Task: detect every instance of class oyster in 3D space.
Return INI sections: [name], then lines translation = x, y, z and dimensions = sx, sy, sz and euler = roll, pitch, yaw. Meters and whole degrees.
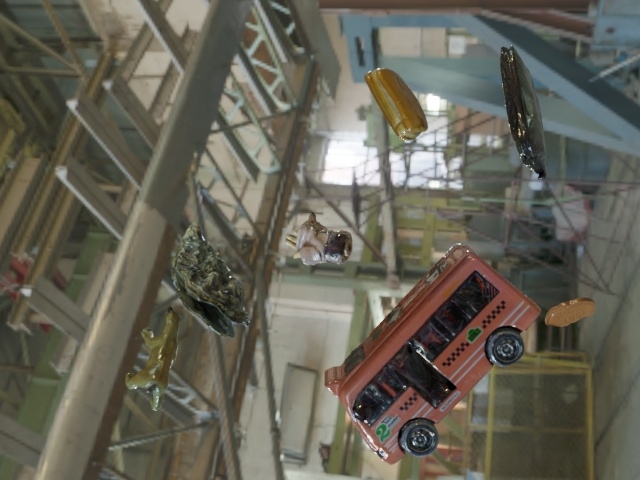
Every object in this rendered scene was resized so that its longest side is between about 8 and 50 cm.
[oyster]
translation = -0.288, 0.096, 1.918
dimensions = 0.162, 0.158, 0.351
euler = 65, 179, -54

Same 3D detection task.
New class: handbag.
[handbag]
translation = 0.525, -0.331, 1.956
dimensions = 0.191, 0.074, 0.333
euler = 32, -133, -59

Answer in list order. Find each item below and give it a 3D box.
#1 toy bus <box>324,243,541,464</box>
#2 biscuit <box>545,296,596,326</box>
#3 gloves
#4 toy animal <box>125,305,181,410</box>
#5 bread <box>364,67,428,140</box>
[toy bus]
translation = 0.216, 0.221, 1.513
dimensions = 0.427, 0.233, 0.203
euler = -47, 4, 5
[biscuit]
translation = 0.630, 0.183, 1.919
dimensions = 0.102, 0.130, 0.019
euler = 56, -163, -49
[gloves]
translation = 0.002, 0.009, 1.698
dimensions = 0.111, 0.144, 0.094
euler = -62, -24, 3
[toy animal]
translation = -0.369, 0.267, 1.746
dimensions = 0.101, 0.103, 0.219
euler = -39, 31, 49
[bread]
translation = 0.188, -0.339, 1.866
dimensions = 0.116, 0.077, 0.201
euler = -13, -108, -55
